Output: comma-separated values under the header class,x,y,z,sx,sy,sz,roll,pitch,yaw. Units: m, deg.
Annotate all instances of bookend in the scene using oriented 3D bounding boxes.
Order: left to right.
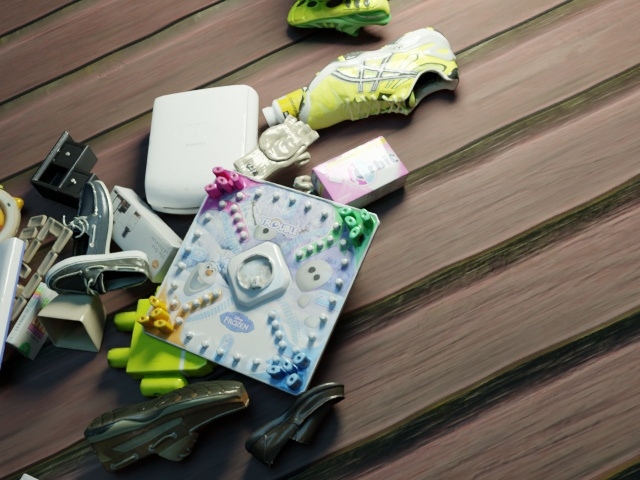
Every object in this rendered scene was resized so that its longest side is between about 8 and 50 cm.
class,x,y,z,sx,sy,sz,roll,pitch,yaw
bookend,-0.574,-0.161,2.103,0.157,0.072,0.156,19,66,23

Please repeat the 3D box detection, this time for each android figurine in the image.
class,x,y,z,sx,sy,sz,roll,pitch,yaw
android figurine,-0.301,0.201,1.832,0.272,0.056,0.248,-5,59,12

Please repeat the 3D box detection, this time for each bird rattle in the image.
class,x,y,z,sx,sy,sz,roll,pitch,yaw
bird rattle,-0.813,-0.050,2.073,0.207,0.143,0.253,16,68,4

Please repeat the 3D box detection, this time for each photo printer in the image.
class,x,y,z,sx,sy,sz,roll,pitch,yaw
photo printer,-0.270,-0.201,2.028,0.256,0.107,0.308,-6,59,10

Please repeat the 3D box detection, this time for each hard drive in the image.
class,x,y,z,sx,sy,sz,roll,pitch,yaw
hard drive,-0.744,0.168,1.927,0.210,0.040,0.319,-21,54,32

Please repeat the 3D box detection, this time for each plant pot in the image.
class,x,y,z,sx,sy,sz,roll,pitch,yaw
plant pot,-0.517,0.161,1.886,0.109,0.109,0.096,5,49,17

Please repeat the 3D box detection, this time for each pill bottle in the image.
class,x,y,z,sx,sy,sz,roll,pitch,yaw
pill bottle,-0.073,-0.307,2.066,0.116,0.065,0.065,-24,57,0

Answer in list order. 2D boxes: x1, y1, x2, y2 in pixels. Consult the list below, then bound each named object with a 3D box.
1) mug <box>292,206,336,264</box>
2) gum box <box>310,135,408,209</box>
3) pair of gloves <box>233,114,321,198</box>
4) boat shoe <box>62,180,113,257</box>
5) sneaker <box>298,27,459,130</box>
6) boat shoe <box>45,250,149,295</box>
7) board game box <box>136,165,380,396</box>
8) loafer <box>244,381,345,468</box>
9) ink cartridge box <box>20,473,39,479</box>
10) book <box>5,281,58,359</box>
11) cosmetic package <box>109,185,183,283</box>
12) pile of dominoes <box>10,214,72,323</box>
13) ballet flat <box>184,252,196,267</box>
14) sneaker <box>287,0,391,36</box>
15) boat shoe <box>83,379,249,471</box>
class,x,y,z,sx,sy,sz,roll,pitch,yaw
mug,0.009,-0.001,1.842,0.129,0.097,0.158,-31,62,1
gum box,0.087,-0.137,1.897,0.188,0.062,0.107,-26,70,-16
pair of gloves,-0.043,-0.147,1.940,0.240,0.042,0.204,41,70,5
boat shoe,-0.515,-0.011,1.951,0.095,0.079,0.255,-7,79,45
sneaker,0.132,-0.345,1.992,0.384,0.145,0.147,-27,57,-1
boat shoe,-0.467,0.075,1.849,0.219,0.078,0.070,-12,39,-2
board game box,-0.130,0.063,1.772,0.390,0.050,0.390,18,74,24
loafer,-0.035,0.351,1.673,0.220,0.080,0.078,-37,68,-3
ink cartridge box,-0.541,0.560,1.668,0.139,0.082,0.191,17,64,23
book,-0.611,0.173,1.902,0.035,0.096,0.144,17,66,18
cosmetic package,-0.396,-0.014,1.959,0.239,0.060,0.099,41,106,30
pile of dominoes,-0.650,0.063,1.975,0.196,0.040,0.251,27,82,48
ballet flat,-0.223,0.002,1.927,0.221,0.077,0.079,-44,41,-18
sneaker,0.040,-0.542,2.152,0.295,0.123,0.109,7,61,39
boat shoe,-0.289,0.360,1.710,0.324,0.122,0.120,-18,95,9
